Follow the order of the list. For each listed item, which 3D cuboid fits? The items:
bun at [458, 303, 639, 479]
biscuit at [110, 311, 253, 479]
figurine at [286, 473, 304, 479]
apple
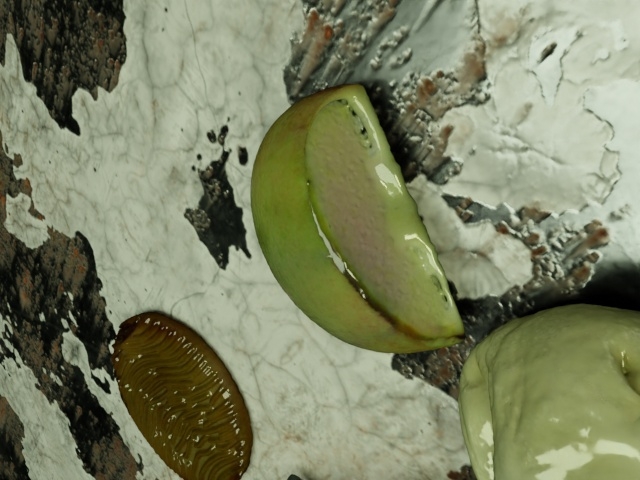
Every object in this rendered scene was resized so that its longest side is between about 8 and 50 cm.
[{"bbox_3d":[0.218,0.177,0.380,0.259,0.160,0.259,13,114,33],"label":"bun"},{"bbox_3d":[-0.235,0.265,0.851,0.317,0.040,0.318,17,119,32],"label":"biscuit"},{"bbox_3d":[0.033,0.442,0.635,0.265,0.193,0.140,20,119,17],"label":"figurine"},{"bbox_3d":[0.000,0.000,0.507,0.193,0.120,0.265,-20,94,53],"label":"apple"}]
